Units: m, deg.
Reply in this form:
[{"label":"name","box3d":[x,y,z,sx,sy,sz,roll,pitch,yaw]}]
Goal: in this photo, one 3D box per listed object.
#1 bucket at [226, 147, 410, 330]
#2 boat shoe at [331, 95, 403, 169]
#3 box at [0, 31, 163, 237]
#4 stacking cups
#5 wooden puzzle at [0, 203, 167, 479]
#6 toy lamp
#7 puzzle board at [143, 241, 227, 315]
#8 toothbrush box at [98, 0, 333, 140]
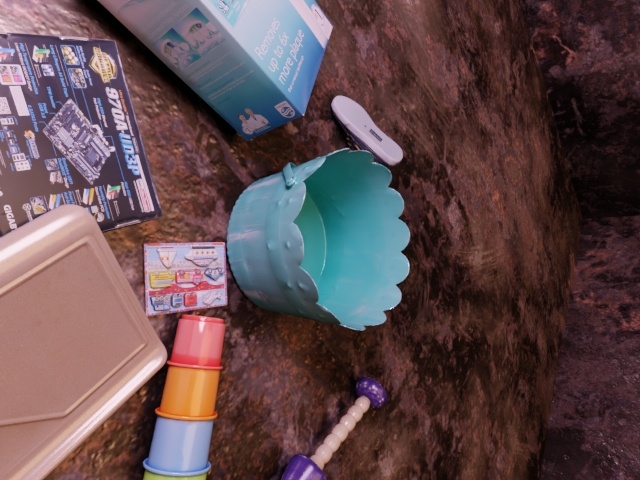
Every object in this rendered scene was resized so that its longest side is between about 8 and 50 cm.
[{"label":"bucket","box3d":[0.000,0.000,0.694,0.281,0.183,0.281,4,85,-49]},{"label":"boat shoe","box3d":[0.078,-0.206,0.886,0.183,0.083,0.065,45,52,-4]},{"label":"box","box3d":[-0.292,-0.110,0.479,0.175,0.051,0.220,-23,105,-46]},{"label":"stacking cups","box3d":[-0.176,0.260,0.563,0.096,0.096,0.316,25,67,-44]},{"label":"wooden puzzle","box3d":[-0.293,0.113,0.445,0.221,0.044,0.239,-45,134,-39]},{"label":"toy lamp","box3d":[0.025,0.361,0.780,0.274,0.080,0.080,-38,115,-43]},{"label":"puzzle board","box3d":[-0.188,0.051,0.614,0.128,0.011,0.096,-1,88,-48]},{"label":"toothbrush box","box3d":[-0.133,-0.325,0.593,0.295,0.126,0.216,41,50,-37]}]
